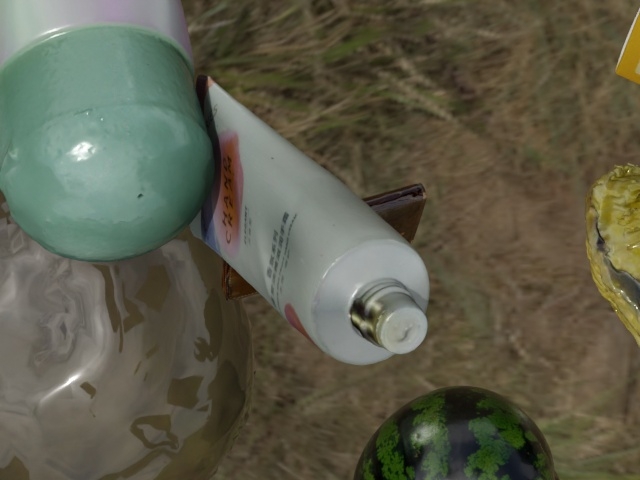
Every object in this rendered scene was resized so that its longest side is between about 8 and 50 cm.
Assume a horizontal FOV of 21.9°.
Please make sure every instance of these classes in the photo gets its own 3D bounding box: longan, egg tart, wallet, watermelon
[{"bbox_3d":[-0.281,0.114,1.840,0.404,0.404,0.436,-20,106,-17],"label":"longan"},{"bbox_3d":[0.453,0.033,1.912,0.341,0.132,0.341,25,43,-26],"label":"egg tart"},{"bbox_3d":[0.000,0.000,1.384,0.176,0.095,0.026,-17,59,-17],"label":"wallet"},{"bbox_3d":[0.161,0.303,1.923,0.269,0.269,0.269,1,88,-17],"label":"watermelon"}]

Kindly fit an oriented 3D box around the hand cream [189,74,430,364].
[{"bbox_3d":[-0.024,-0.007,1.055,0.078,0.340,0.124,-7,112,-25],"label":"hand cream"}]

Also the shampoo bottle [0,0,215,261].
[{"bbox_3d":[-0.171,-0.143,1.168,0.151,0.222,0.349,-4,55,-19],"label":"shampoo bottle"}]

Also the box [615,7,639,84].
[{"bbox_3d":[0.415,-0.265,1.371,0.214,0.259,0.283,26,65,11],"label":"box"}]
